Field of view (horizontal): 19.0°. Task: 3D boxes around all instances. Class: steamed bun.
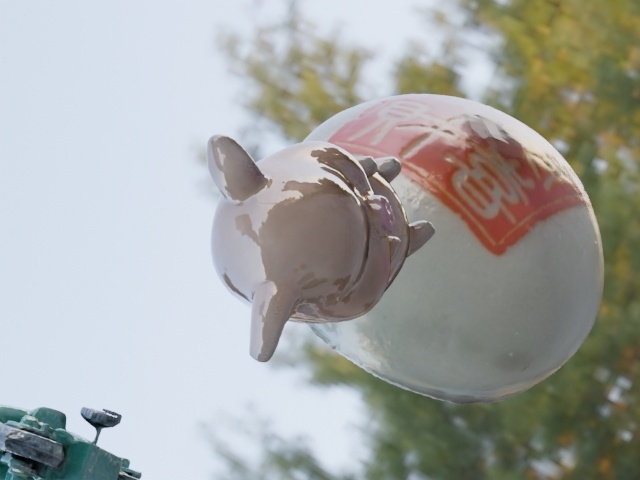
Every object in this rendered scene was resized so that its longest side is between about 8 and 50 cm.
[{"bbox_3d":[0.135,-0.015,2.002,0.374,0.374,0.241,-25,-31,-50],"label":"steamed bun"}]

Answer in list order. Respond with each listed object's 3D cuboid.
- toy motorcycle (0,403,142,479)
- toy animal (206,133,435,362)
[{"bbox_3d":[-0.289,0.210,1.926,0.296,0.198,0.109,50,-125,-69],"label":"toy motorcycle"},{"bbox_3d":[-0.010,-0.006,1.547,0.154,0.166,0.250,-33,-9,13],"label":"toy animal"}]
